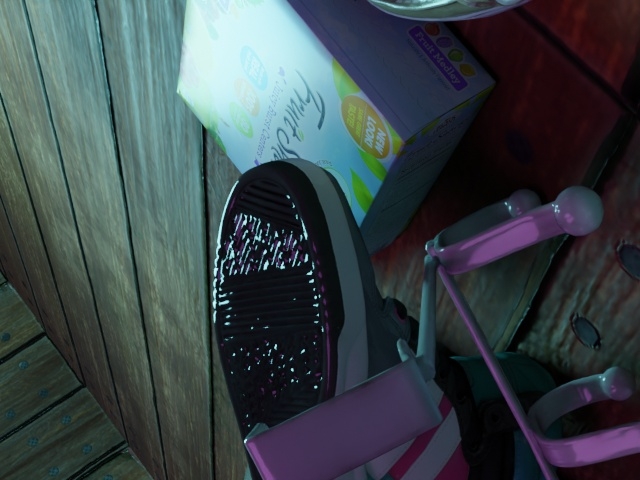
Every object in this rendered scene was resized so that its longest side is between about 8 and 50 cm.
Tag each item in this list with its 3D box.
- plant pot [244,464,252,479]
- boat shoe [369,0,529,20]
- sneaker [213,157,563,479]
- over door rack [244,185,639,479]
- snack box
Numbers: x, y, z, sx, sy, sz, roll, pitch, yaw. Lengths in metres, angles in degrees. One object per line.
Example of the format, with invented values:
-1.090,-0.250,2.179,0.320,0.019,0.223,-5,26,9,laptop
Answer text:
0.030,0.183,0.834,0.215,0.215,0.230,34,135,46,plant pot
0.064,-0.138,0.400,0.109,0.094,0.302,60,159,-8,boat shoe
0.053,0.080,0.645,0.123,0.178,0.296,12,117,49,sneaker
0.114,0.110,0.460,0.239,0.108,0.324,62,-161,-3,over door rack
-0.004,-0.089,0.657,0.174,0.070,0.207,52,160,11,snack box
